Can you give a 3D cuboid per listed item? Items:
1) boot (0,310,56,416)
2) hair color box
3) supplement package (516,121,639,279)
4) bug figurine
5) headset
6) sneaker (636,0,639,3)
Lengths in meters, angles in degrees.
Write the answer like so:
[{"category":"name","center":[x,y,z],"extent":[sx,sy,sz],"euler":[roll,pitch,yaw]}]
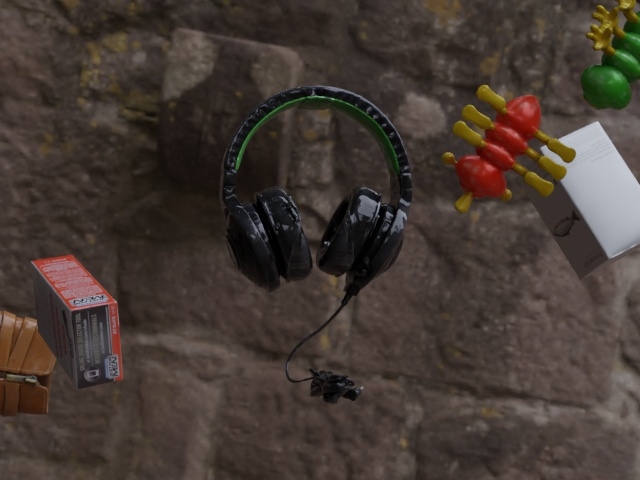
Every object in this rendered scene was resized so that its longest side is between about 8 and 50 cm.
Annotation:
[{"category":"boot","center":[-0.454,0.109,1.292],"extent":[0.220,0.283,0.109],"euler":[8,12,-10]},{"category":"hair color box","center":[-0.270,0.085,1.071],"extent":[0.053,0.093,0.167],"euler":[-10,22,-26]},{"category":"supplement package","center":[0.377,-0.055,1.369],"extent":[0.105,0.179,0.105],"euler":[-25,-14,-16]},{"category":"bug figurine","center":[0.243,-0.053,0.747],"extent":[0.279,0.216,0.072],"euler":[37,7,-4]},{"category":"headset","center":[0.000,0.000,1.218],"extent":[0.244,0.394,0.185],"euler":[0,-1,-11]},{"category":"sneaker","center":[0.280,-0.210,0.760],"extent":[0.148,0.350,0.131],"euler":[-33,0,22]}]
